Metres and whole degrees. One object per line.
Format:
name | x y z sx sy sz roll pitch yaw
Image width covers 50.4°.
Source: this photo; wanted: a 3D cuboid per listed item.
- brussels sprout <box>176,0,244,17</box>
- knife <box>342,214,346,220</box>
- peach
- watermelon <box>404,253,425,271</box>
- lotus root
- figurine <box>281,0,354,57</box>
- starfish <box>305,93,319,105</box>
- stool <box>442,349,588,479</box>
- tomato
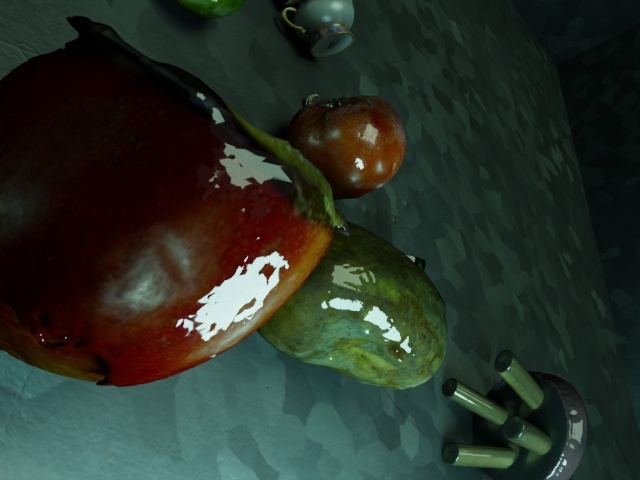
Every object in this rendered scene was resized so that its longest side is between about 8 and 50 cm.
brussels sprout | -0.200 -0.475 1.193 0.162 0.144 0.180 17 63 -7
knife | 0.031 -0.004 1.330 0.031 0.018 0.121 50 37 -35
peach | -0.182 -0.025 0.695 0.339 0.417 0.352 34 44 -48
watermelon | 0.135 0.058 1.403 0.135 0.125 0.094 36 10 -11
lotus root | 0.030 0.090 1.083 0.346 0.251 0.250 30 48 -38
figurine | -0.016 -0.543 1.490 0.190 0.142 0.263 -13 80 -33
starfish | -0.010 -0.267 1.426 0.091 0.028 0.078 -35 105 -59
stool | 0.384 0.374 1.392 0.179 0.272 0.272 30 46 -24
tomato | 0.052 -0.174 1.292 0.232 0.232 0.188 -46 133 -55
